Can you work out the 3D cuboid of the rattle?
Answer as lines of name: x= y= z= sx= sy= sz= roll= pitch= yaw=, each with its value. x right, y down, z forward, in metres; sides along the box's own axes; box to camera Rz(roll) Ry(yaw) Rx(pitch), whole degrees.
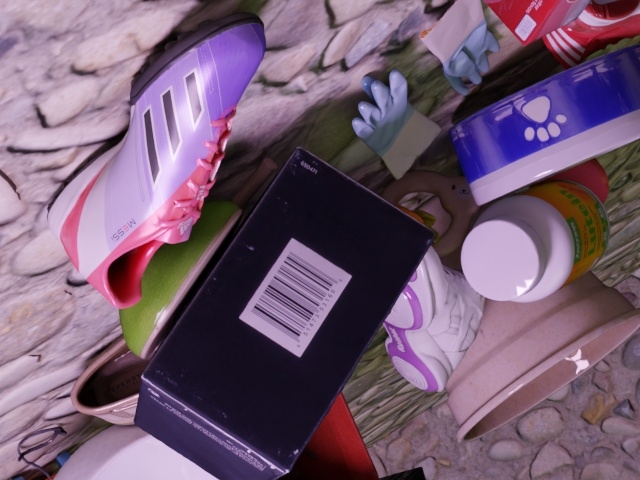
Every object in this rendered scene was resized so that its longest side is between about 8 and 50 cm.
rattle: x=0.160 y=-0.071 z=1.706 sx=0.200 sy=0.130 sz=0.142 roll=-32 pitch=145 yaw=-11

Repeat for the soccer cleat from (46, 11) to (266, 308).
soccer cleat: x=-0.128 y=-0.067 z=1.163 sx=0.109 sy=0.116 sz=0.318 roll=-14 pitch=154 yaw=-49

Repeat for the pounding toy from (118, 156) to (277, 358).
pounding toy: x=-0.163 y=0.002 z=1.368 sx=0.183 sy=0.110 sz=0.237 roll=-57 pitch=180 yaw=37

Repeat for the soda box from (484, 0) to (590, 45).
soda box: x=0.252 y=-0.305 z=1.257 sx=0.092 sy=0.083 sz=0.263 roll=-30 pitch=164 yaw=-33

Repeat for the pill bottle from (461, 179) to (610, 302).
pill bottle: x=0.273 y=0.003 z=1.709 sx=0.136 sy=0.136 sz=0.246 roll=-43 pitch=169 yaw=28

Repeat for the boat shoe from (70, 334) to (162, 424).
boat shoe: x=-0.152 y=0.125 z=1.646 sx=0.341 sy=0.121 sz=0.110 roll=-35 pitch=164 yaw=8

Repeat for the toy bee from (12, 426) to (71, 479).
toy bee: x=-0.379 y=0.394 z=1.905 sx=0.195 sy=0.162 sz=0.298 roll=-32 pitch=163 yaw=1

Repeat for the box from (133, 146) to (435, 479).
box: x=-0.052 y=0.102 z=1.442 sx=0.296 sy=0.183 sz=0.294 roll=-56 pitch=178 yaw=-19

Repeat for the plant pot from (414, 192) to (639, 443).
plant pot: x=0.258 y=0.081 z=1.968 sx=0.334 sy=0.305 sz=0.334 roll=-31 pitch=164 yaw=-10

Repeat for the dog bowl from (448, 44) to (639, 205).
dog bowl: x=0.296 y=-0.141 z=1.646 sx=0.265 sy=0.104 sz=0.265 roll=-23 pitch=178 yaw=-1

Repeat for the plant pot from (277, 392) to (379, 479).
plant pot: x=-0.117 y=0.326 z=2.081 sx=0.236 sy=0.267 sz=0.267 roll=-30 pitch=169 yaw=37

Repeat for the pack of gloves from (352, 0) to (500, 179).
pack of gloves: x=0.108 y=-0.179 z=1.453 sx=0.195 sy=0.046 sz=0.232 roll=-50 pitch=161 yaw=1

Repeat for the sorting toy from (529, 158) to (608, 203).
sorting toy: x=0.321 y=-0.049 z=2.141 sx=0.365 sy=0.127 sz=0.126 roll=-43 pitch=-169 yaw=37

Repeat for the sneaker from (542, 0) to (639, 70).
sneaker: x=0.352 y=-0.268 z=1.599 sx=0.221 sy=0.087 sz=0.128 roll=-7 pitch=159 yaw=-33

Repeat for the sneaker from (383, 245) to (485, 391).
sneaker: x=0.138 y=0.065 z=1.695 sx=0.152 sy=0.114 sz=0.305 roll=-47 pitch=150 yaw=-20

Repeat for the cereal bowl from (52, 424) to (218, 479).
cereal bowl: x=-0.247 y=0.384 z=1.794 sx=0.339 sy=0.141 sz=0.338 roll=-16 pitch=115 yaw=-37

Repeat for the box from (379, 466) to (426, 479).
box: x=0.047 y=0.433 z=2.103 sx=0.216 sy=0.060 sz=0.270 roll=-19 pitch=176 yaw=13
